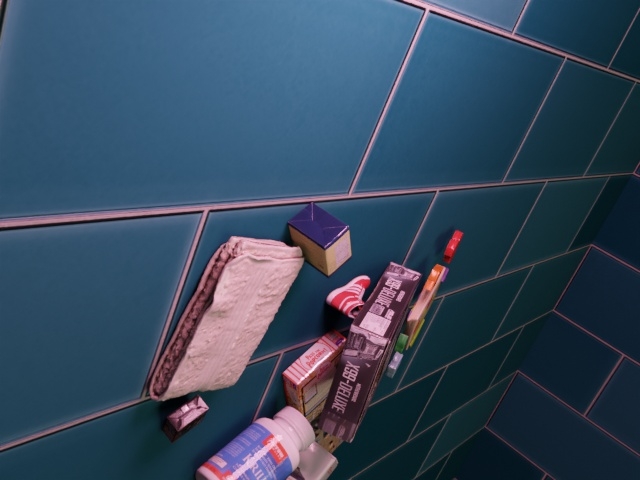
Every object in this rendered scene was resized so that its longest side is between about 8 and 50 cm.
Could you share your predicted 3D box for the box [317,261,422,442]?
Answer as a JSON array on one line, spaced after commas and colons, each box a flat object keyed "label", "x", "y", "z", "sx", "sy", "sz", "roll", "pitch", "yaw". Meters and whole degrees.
[{"label": "box", "x": 0.102, "y": 0.211, "z": 1.394, "sx": 0.307, "sy": 0.077, "sz": 0.242, "roll": -47, "pitch": 156, "yaw": -63}]

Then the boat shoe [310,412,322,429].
[{"label": "boat shoe", "x": 0.003, "y": 0.420, "z": 1.622, "sx": 0.125, "sy": 0.038, "sz": 0.046, "roll": 11, "pitch": 111, "yaw": -59}]

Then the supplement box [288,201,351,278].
[{"label": "supplement box", "x": 0.000, "y": 0.000, "z": 1.125, "sx": 0.056, "sy": 0.083, "sz": 0.083, "roll": -40, "pitch": 148, "yaw": -24}]

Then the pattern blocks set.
[{"label": "pattern blocks set", "x": 0.234, "y": 0.149, "z": 1.612, "sx": 0.325, "sy": 0.026, "sz": 0.285, "roll": -51, "pitch": 161, "yaw": -44}]

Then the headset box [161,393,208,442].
[{"label": "headset box", "x": -0.220, "y": 0.291, "z": 1.137, "sx": 0.062, "sy": 0.032, "sz": 0.083, "roll": -32, "pitch": 164, "yaw": -33}]

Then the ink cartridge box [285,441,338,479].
[{"label": "ink cartridge box", "x": -0.074, "y": 0.542, "z": 1.522, "sx": 0.237, "sy": 0.100, "sz": 0.172, "roll": -49, "pitch": 164, "yaw": -14}]

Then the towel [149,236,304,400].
[{"label": "towel", "x": -0.138, "y": 0.123, "z": 1.087, "sx": 0.187, "sy": 0.049, "sz": 0.282, "roll": 6, "pitch": 115, "yaw": -57}]

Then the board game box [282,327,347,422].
[{"label": "board game box", "x": -0.006, "y": 0.293, "z": 1.465, "sx": 0.147, "sy": 0.045, "sz": 0.193, "roll": -38, "pitch": 148, "yaw": -28}]

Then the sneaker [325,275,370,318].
[{"label": "sneaker", "x": 0.072, "y": 0.112, "z": 1.370, "sx": 0.118, "sy": 0.067, "sz": 0.042, "roll": -26, "pitch": 141, "yaw": -41}]

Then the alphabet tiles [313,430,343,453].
[{"label": "alphabet tiles", "x": -0.020, "y": 0.525, "z": 1.731, "sx": 0.237, "sy": 0.009, "sz": 0.198, "roll": -39, "pitch": 148, "yaw": -26}]

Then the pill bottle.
[{"label": "pill bottle", "x": -0.119, "y": 0.422, "z": 1.353, "sx": 0.222, "sy": 0.124, "sz": 0.124, "roll": -36, "pitch": 146, "yaw": -32}]
